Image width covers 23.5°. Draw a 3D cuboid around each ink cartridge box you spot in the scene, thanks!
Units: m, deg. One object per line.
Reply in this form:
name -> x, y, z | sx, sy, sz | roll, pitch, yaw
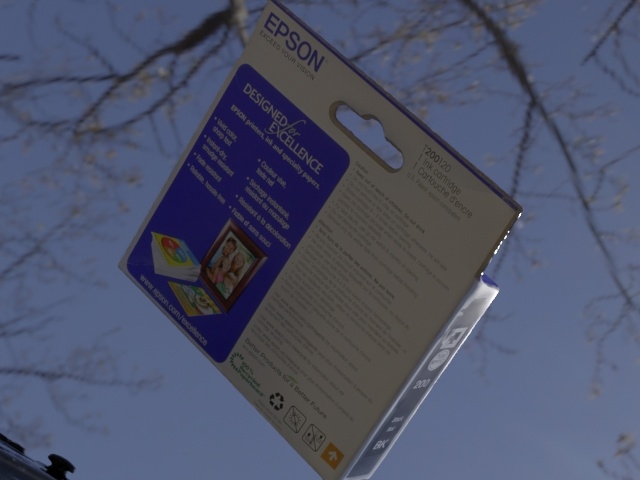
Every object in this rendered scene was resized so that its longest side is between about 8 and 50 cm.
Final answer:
ink cartridge box -> 0.000, 0.000, 0.896 | 0.206, 0.045, 0.208 | 44, -63, 24

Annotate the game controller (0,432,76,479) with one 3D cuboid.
game controller -> -0.253, 0.101, 0.928 | 0.166, 0.067, 0.319 | 37, -9, 24
